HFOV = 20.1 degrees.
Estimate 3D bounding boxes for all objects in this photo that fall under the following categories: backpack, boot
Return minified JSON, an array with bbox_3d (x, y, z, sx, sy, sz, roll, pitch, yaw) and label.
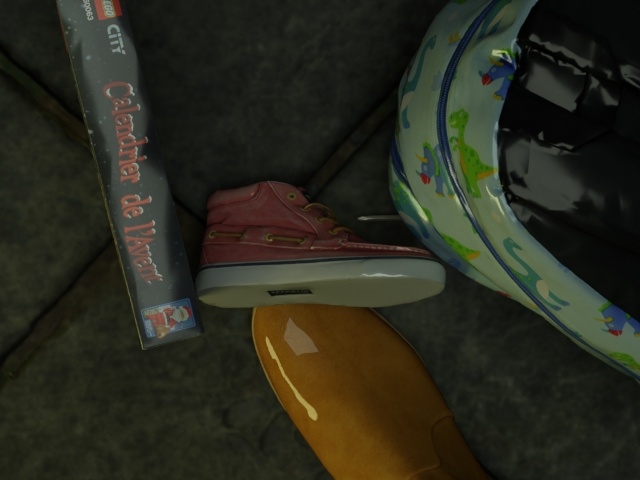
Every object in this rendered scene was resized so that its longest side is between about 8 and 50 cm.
[{"bbox_3d":[0.220,-0.041,1.217,0.355,0.273,0.290,27,84,-37],"label":"backpack"},{"bbox_3d":[0.064,0.157,1.245,0.104,0.211,0.295,-36,102,-1],"label":"boot"}]

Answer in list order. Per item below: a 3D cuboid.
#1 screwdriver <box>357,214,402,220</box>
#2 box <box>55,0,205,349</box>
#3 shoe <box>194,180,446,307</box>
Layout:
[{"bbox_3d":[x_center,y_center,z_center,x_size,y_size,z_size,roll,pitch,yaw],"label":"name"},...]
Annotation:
[{"bbox_3d":[0.111,-0.021,1.315,0.169,0.024,0.025,2,128,-11],"label":"screwdriver"},{"bbox_3d":[-0.129,-0.058,1.211,0.044,0.159,0.233,-14,100,-5],"label":"box"},{"bbox_3d":[0.000,0.000,1.259,0.178,0.063,0.081,-2,68,14],"label":"shoe"}]
